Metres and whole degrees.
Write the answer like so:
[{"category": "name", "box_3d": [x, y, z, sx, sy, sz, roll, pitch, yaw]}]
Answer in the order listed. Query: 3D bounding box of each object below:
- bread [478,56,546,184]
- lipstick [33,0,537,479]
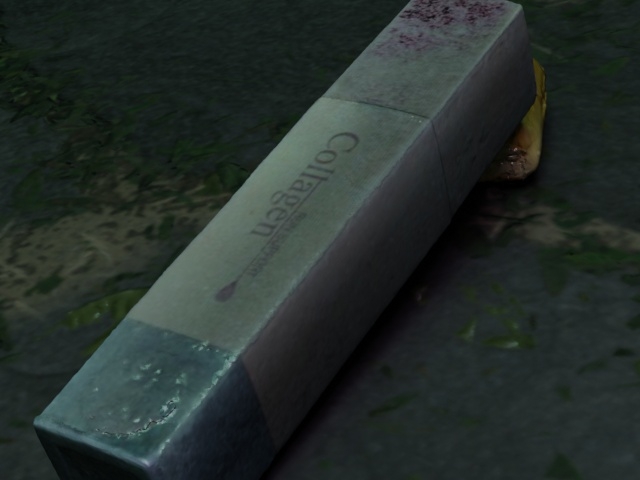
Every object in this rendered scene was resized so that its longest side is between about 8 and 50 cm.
[{"category": "bread", "box_3d": [0.091, -0.074, 0.803, 0.072, 0.053, 0.106, -6, 38, 14]}, {"category": "lipstick", "box_3d": [0.000, 0.000, 0.655, 0.066, 0.068, 0.317, 14, 49, 32]}]
